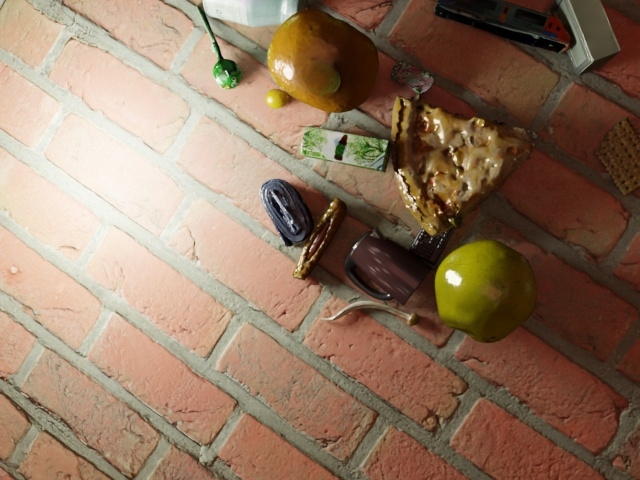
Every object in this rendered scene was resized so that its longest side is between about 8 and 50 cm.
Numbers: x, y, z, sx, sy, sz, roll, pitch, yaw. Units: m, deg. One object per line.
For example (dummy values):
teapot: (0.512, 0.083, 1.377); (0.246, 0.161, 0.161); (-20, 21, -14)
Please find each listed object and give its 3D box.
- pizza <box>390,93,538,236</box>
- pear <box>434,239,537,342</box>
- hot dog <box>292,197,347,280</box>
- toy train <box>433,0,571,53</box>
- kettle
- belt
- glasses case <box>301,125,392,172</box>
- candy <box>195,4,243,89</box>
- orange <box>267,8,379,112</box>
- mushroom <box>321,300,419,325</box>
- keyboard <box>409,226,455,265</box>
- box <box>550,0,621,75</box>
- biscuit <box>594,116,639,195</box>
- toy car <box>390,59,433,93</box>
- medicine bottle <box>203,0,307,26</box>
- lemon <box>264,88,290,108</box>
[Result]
pizza: (0.366, -0.209, 1.580); (0.435, 0.080, 0.391); (22, 93, 22)
pear: (0.466, 0.135, 1.506); (0.295, 0.294, 0.293); (0, 90, 8)
hot dog: (0.000, 0.000, 1.660); (0.068, 0.083, 0.288); (30, 96, 13)
toy train: (0.548, -0.666, 1.590); (0.410, 0.086, 0.089); (20, 90, 7)
kettle: (0.194, 0.086, 1.622); (0.232, 0.144, 0.202); (38, 125, 12)
belt: (-0.105, -0.095, 1.651); (0.122, 0.128, 0.218); (-30, 87, 6)
glasses case: (0.077, -0.283, 1.634); (0.273, 0.062, 0.095); (14, 91, 21)
candy: (-0.342, -0.633, 1.724); (0.097, 0.097, 0.323); (-25, 78, 7)
orange: (0.012, -0.523, 1.572); (0.335, 0.196, 0.262); (29, 106, -9)
mushroom: (0.155, 0.227, 1.664); (0.307, 0.043, 0.068); (4, 65, 9)
keyboard: (0.401, -0.108, 1.628); (0.104, 0.041, 0.380); (27, 93, 7)
box: (0.762, -0.614, 1.539); (0.086, 0.129, 0.225); (-20, 87, 8)
biscuit: (0.904, -0.245, 1.574); (0.144, 0.016, 0.203); (-33, 86, 6)
toy car: (0.284, -0.501, 1.641); (0.142, 0.055, 0.069); (35, 93, 20)
medicine bottle: (-0.184, -0.773, 1.615); (0.290, 0.245, 0.244); (14, 91, -1)
lemon: (-0.137, -0.452, 1.692); (0.084, 0.062, 0.062); (-4, 89, 8)
